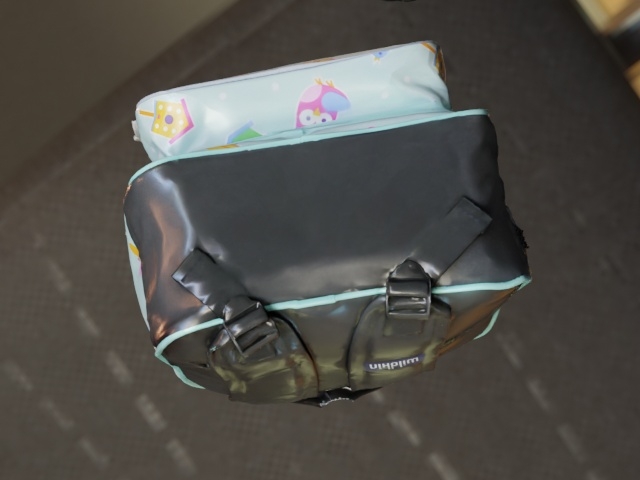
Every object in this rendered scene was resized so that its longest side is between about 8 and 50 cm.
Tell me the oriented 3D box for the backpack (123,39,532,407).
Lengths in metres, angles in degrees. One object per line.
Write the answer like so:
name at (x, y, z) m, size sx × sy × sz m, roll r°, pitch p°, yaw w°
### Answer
backpack at (0.000, 0.000, 0.861) m, size 0.188 × 0.166 × 0.144 m, roll 81°, pitch 176°, yaw -71°
